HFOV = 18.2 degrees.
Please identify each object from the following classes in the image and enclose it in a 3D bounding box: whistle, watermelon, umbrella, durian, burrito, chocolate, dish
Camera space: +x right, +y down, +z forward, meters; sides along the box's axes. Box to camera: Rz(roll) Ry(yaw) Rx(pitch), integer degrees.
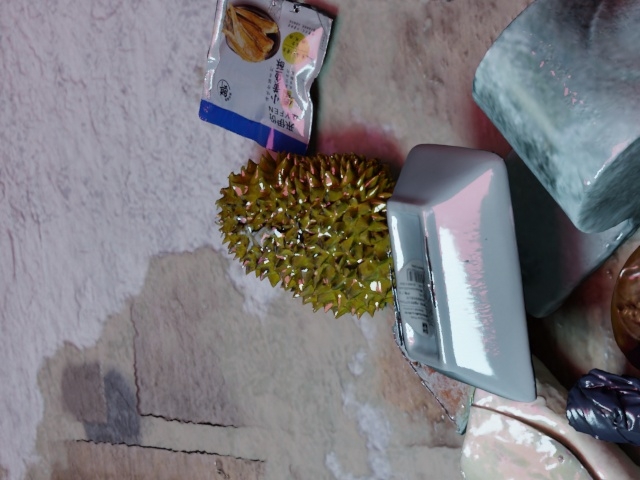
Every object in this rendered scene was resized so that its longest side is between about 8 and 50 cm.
[{"bbox_3d":[0.256,-0.094,1.887,0.168,0.188,0.405,53,161,22],"label":"whistle"},{"bbox_3d":[0.135,0.099,2.073,0.139,0.071,0.187,19,118,44],"label":"watermelon"},{"bbox_3d":[0.349,0.170,1.878,0.248,0.071,0.071,10,105,25],"label":"umbrella"},{"bbox_3d":[-0.006,-0.005,2.132,0.249,0.138,0.183,2,92,34],"label":"durian"},{"bbox_3d":[0.246,0.242,1.980,0.299,0.105,0.143,46,113,25],"label":"burrito"},{"bbox_3d":[0.334,0.057,1.861,0.127,0.124,0.133,-27,35,61],"label":"chocolate"},{"bbox_3d":[0.119,0.035,1.919,0.182,0.080,0.243,13,115,65],"label":"dish"}]

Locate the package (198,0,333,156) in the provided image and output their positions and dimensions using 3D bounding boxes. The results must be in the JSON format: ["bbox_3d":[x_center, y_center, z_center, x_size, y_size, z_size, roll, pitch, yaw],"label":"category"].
[{"bbox_3d":[-0.062,-0.190,2.206,0.171,0.027,0.173,24,110,35],"label":"package"}]
